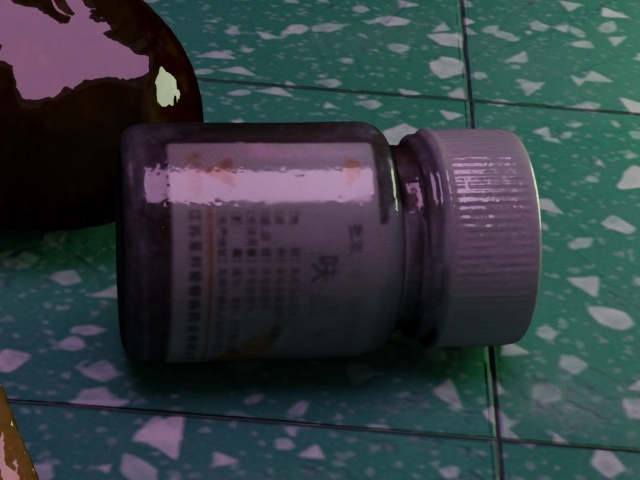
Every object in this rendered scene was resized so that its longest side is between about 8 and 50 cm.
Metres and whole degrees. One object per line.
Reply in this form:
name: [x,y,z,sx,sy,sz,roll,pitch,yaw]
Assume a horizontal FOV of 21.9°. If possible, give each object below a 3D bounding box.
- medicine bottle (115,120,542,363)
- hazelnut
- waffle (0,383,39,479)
medicine bottle: [0.000,0.000,1.125,0.273,0.165,0.165,0,31,-9]
hazelnut: [-0.210,-0.096,1.251,0.234,0.218,0.218,27,33,1]
waffle: [-0.299,0.110,0.920,0.248,0.055,0.221,-14,63,-26]
